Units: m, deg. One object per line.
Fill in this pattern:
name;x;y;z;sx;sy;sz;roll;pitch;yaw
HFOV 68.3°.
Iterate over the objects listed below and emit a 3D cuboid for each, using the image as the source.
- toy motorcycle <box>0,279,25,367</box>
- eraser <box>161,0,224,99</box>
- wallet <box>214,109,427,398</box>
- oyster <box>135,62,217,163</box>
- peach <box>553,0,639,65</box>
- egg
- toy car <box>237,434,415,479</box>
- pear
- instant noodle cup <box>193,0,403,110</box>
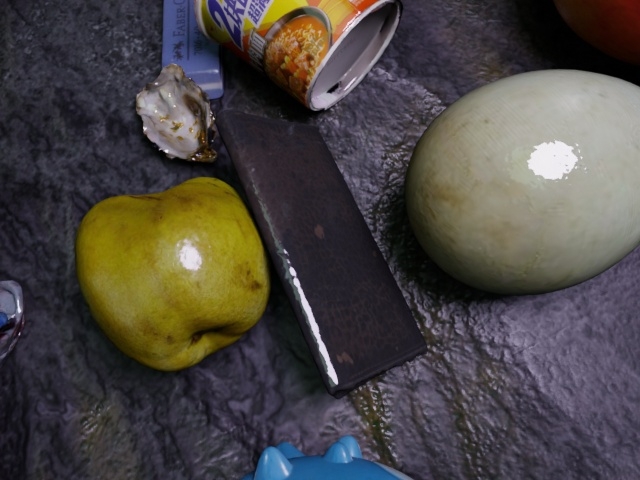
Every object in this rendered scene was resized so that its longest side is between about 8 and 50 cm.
toy motorcycle;-0.506;0.131;0.502;0.319;0.182;0.241;-25;74;-4
eraser;-0.181;-0.306;0.675;0.082;0.036;0.225;-4;74;1
wallet;0.000;0.000;0.529;0.044;0.170;0.321;-35;72;36
oyster;-0.182;-0.156;0.625;0.103;0.051;0.148;-31;73;14
peach;0.448;-0.347;0.475;0.388;0.388;0.388;-1;74;4
egg;0.231;-0.063;0.485;0.295;0.218;0.218;-17;73;-14
toy car;0.004;0.277;0.426;0.255;0.188;0.190;-7;51;-2
pear;-0.147;0.031;0.500;0.200;0.200;0.200;-1;74;4
instant noodle cup;-0.017;-0.275;0.575;0.174;0.213;0.213;44;82;6
